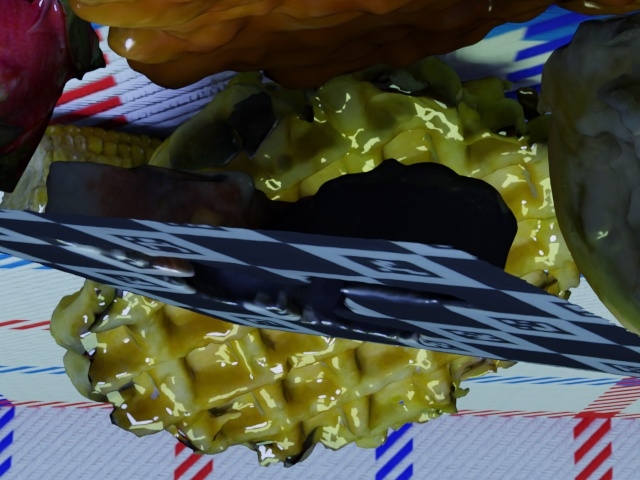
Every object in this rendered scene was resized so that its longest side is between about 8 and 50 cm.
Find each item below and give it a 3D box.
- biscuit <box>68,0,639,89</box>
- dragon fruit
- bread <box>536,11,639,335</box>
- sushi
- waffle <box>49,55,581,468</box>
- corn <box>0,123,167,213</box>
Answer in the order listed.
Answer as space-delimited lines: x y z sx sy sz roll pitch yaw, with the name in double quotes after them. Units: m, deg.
0.048 -0.146 0.609 0.312 0.110 0.318 -12 174 1 "biscuit"
-0.178 -0.113 0.768 0.166 0.160 0.172 -17 163 -31 "dragon fruit"
0.291 -0.022 0.847 0.270 0.211 0.316 -12 -158 -41 "bread"
0.000 0.000 0.777 0.359 0.064 0.343 6 170 36 "sushi"
0.017 0.020 1.114 0.380 0.095 0.382 18 127 -34 "waffle"
-0.084 -0.012 1.215 0.344 0.131 0.131 12 162 -28 "corn"
